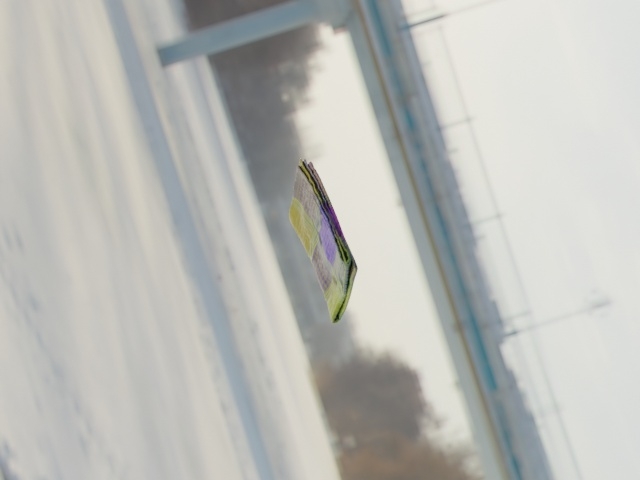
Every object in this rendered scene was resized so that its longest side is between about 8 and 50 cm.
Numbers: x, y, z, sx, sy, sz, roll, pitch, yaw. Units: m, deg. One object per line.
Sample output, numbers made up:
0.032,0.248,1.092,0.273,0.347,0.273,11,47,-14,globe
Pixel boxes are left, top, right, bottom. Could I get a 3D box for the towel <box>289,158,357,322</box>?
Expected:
0.000,0.000,0.960,0.060,0.009,0.083,104,-31,-52,towel
